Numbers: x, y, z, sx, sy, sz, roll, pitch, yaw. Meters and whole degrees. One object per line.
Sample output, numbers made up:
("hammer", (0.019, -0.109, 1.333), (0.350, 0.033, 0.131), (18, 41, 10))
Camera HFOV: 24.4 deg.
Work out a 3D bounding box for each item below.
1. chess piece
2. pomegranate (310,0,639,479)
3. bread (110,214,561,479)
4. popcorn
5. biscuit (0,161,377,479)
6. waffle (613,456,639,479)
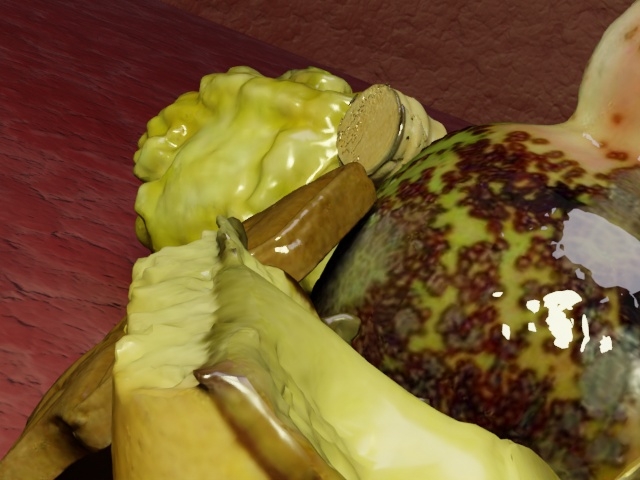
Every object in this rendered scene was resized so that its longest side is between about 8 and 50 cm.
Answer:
("chess piece", (0.091, -0.038, 0.877), (0.172, 0.060, 0.060), (21, 10, -35))
("pomegranate", (0.144, 0.019, 0.731), (0.285, 0.341, 0.285), (23, 11, -5))
("bread", (0.011, 0.130, 0.502), (0.262, 0.162, 0.204), (43, 6, -14))
("popcorn", (-0.004, -0.004, 0.982), (0.266, 0.192, 0.233), (19, -18, 12))
("biscuit", (-0.073, 0.042, 0.692), (0.034, 0.215, 0.182), (50, -23, -5))
("waffle", (0.283, 0.129, 0.608), (0.308, 0.213, 0.091), (38, 12, -28))
